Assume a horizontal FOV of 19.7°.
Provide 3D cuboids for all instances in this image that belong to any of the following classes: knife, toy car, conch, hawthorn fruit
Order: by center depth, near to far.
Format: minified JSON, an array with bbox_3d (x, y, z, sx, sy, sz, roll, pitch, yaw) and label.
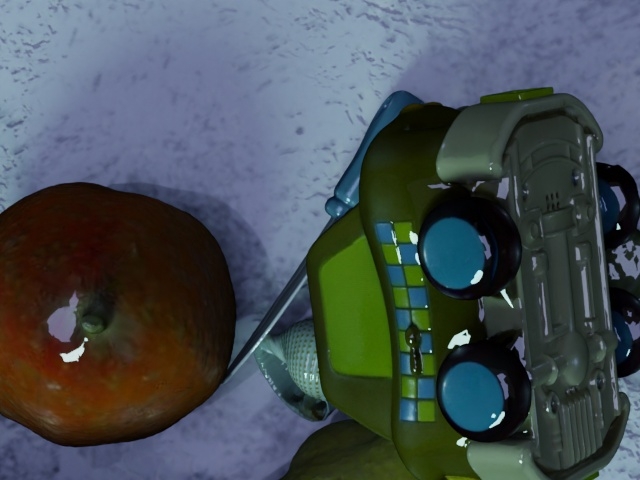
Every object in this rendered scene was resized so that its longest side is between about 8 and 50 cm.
[{"bbox_3d":[0.080,0.034,1.163,0.198,0.204,0.248,-2,98,35],"label":"toy car"},{"bbox_3d":[-0.154,0.049,1.238,0.199,0.251,0.199,0,87,-5],"label":"hawthorn fruit"},{"bbox_3d":[0.001,0.000,1.290,0.032,0.058,0.244,35,84,-13],"label":"knife"},{"bbox_3d":[-0.005,0.088,1.313,0.085,0.057,0.076,38,140,40],"label":"conch"}]

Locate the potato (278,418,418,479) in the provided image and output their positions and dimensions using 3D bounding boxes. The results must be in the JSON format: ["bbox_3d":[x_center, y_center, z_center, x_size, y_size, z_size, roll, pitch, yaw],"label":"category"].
[{"bbox_3d":[-0.013,0.269,1.252,0.202,0.218,0.351,29,93,-33],"label":"potato"}]

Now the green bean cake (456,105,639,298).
[{"bbox_3d":[0.114,0.025,1.275,0.183,0.094,0.185,38,97,5],"label":"green bean cake"}]
